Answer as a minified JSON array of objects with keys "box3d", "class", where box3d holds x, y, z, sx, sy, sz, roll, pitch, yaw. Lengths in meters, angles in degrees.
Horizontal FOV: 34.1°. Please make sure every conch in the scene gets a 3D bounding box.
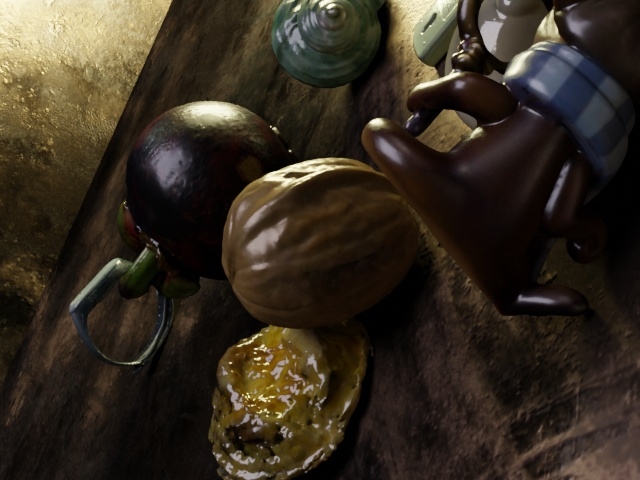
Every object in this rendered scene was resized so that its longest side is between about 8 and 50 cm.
[{"box3d":[0.020,-0.363,1.769,0.220,0.195,0.277,-32,2,5],"class":"conch"}]

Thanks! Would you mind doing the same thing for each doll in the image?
[{"box3d":[0.215,-0.118,1.052,0.340,0.318,0.209,-51,-13,7],"class":"doll"}]

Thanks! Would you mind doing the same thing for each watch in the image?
[{"box3d":[-0.384,0.145,2.075,0.206,0.193,0.068,-50,17,-22],"class":"watch"}]

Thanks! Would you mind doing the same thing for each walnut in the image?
[{"box3d":[0.000,0.000,1.341,0.261,0.225,0.225,-26,18,-15],"class":"walnut"}]

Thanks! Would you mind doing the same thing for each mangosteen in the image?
[{"box3d":[-0.202,-0.060,1.696,0.359,0.306,0.306,-32,19,-14],"class":"mangosteen"}]

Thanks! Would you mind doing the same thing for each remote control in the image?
[{"box3d":[0.213,-0.358,1.497,0.233,0.038,0.098,-48,28,35],"class":"remote control"}]

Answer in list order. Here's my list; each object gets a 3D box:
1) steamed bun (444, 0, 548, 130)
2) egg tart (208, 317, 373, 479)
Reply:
[{"box3d":[0.227,-0.236,1.232,0.228,0.130,0.177,-64,22,7],"class":"steamed bun"},{"box3d":[-0.060,0.195,1.389,0.297,0.132,0.297,-33,34,26],"class":"egg tart"}]
